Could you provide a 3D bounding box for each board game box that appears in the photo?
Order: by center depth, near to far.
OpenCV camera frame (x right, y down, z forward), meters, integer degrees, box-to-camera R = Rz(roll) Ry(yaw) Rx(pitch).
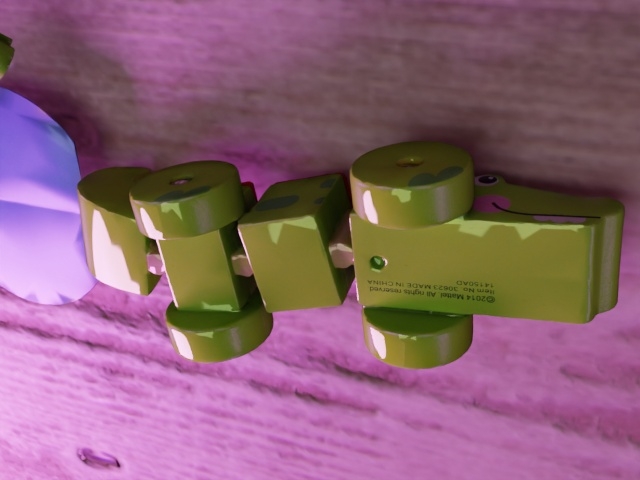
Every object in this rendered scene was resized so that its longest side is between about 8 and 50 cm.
[{"bbox_3d":[-0.210,-0.035,0.600,0.133,0.033,0.168,8,119,25],"label":"board game box"}]

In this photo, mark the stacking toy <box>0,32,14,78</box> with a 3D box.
[{"bbox_3d":[-0.299,-0.123,0.493,0.167,0.052,0.221,28,160,-37],"label":"stacking toy"}]

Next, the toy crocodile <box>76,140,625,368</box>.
[{"bbox_3d":[0.000,0.000,0.492,0.341,0.105,0.115,-1,118,21],"label":"toy crocodile"}]
